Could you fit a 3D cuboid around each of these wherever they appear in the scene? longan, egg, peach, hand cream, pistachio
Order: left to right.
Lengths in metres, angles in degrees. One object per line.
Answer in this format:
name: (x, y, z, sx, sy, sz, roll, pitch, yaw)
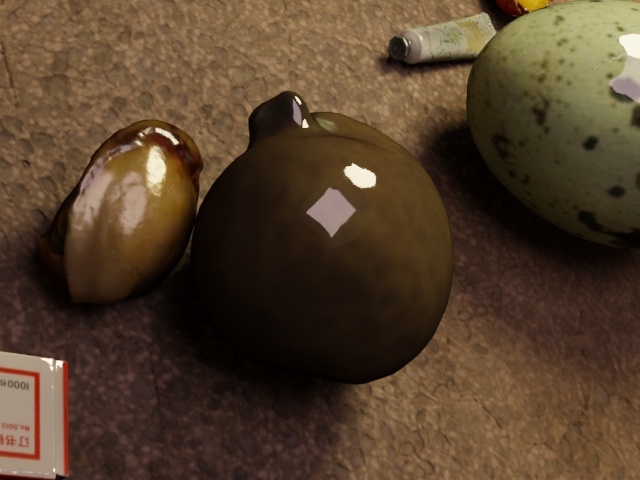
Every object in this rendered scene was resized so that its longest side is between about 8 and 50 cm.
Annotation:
pistachio: (-0.187, -0.027, 1.489, 0.210, 0.130, 0.165, -53, 143, -25)
longan: (0.000, 0.000, 1.513, 0.300, 0.243, 0.300, 52, 28, -43)
hand cream: (0.160, -0.248, 1.905, 0.194, 0.042, 0.067, -15, 72, -43)
peach: (0.257, -0.329, 2.004, 0.098, 0.061, 0.098, 8, 78, -45)
egg: (0.350, -0.140, 1.805, 0.379, 0.287, 0.288, 25, 52, -16)

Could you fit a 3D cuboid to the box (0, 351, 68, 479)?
box: (-0.333, 0.149, 1.337, 0.229, 0.050, 0.123, 12, 59, -28)
